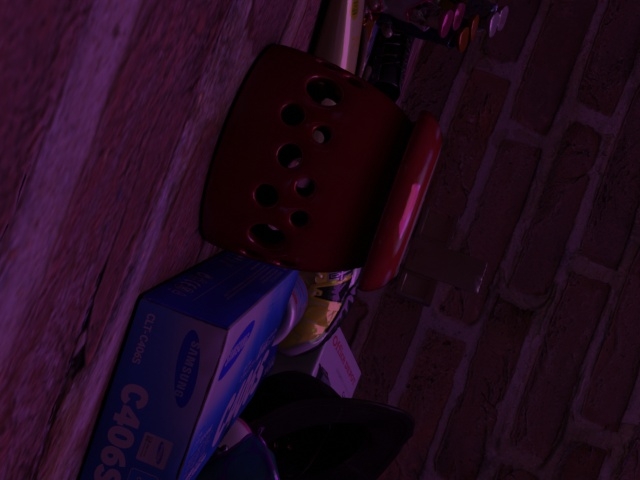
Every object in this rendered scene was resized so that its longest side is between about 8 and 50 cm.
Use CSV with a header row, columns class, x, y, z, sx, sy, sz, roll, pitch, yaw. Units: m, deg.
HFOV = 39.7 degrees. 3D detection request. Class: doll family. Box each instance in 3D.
class,x,y,z,sx,sy,sz,roll,pitch,yaw
doll family,0.142,-0.307,1.181,0.263,0.163,0.118,-38,144,-40

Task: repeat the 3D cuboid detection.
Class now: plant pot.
class,x,y,z,sx,sy,sz,roll,pitch,yaw
plant pot,0.008,-0.060,0.790,0.191,0.174,0.191,18,90,-85

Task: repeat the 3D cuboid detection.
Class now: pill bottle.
class,x,y,z,sx,sy,sz,roll,pitch,yaw
pill bottle,-0.062,0.074,1.073,0.160,0.087,0.087,-41,152,-81

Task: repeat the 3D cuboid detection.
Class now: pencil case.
class,x,y,z,sx,sy,sz,roll,pitch,yaw
pencil case,-0.114,0.238,0.851,0.064,0.152,0.070,91,-21,-80

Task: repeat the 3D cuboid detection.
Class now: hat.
class,x,y,z,sx,sy,sz,roll,pitch,yaw
hat,-0.039,0.271,1.282,0.331,0.331,0.134,107,-29,-43

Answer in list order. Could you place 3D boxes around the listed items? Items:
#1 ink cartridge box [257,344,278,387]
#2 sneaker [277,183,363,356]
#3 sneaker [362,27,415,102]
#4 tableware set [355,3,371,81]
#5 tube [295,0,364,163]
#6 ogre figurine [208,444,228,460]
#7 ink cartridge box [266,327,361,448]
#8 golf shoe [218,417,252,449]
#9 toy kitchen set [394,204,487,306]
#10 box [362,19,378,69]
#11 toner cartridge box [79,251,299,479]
class,x,y,z,sx,sy,sz,roll,pitch,yaw
ink cartridge box,-0.097,0.149,1.149,0.207,0.046,0.097,-44,148,-74
sneaker,0.000,0.000,1.433,0.147,0.145,0.384,29,83,-54
sneaker,0.118,-0.304,1.361,0.118,0.083,0.222,-94,-162,-51
tableware set,0.014,-0.183,1.097,0.194,0.039,0.128,114,-19,-48
tube,0.015,-0.199,0.984,0.070,0.062,0.240,46,-50,49
ogre figurine,-0.152,0.293,0.948,0.197,0.097,0.118,-19,140,-20
ink cartridge box,-0.056,0.299,1.526,0.306,0.131,0.226,-65,153,-27
golf shoe,-0.158,0.349,1.044,0.140,0.115,0.306,83,27,-73
toy kitchen set,0.111,0.025,0.808,0.075,0.068,0.083,88,22,-78
box,0.062,-0.289,1.302,0.081,0.028,0.136,-61,169,-65
toner cartridge box,-0.102,0.108,0.821,0.348,0.075,0.165,-42,151,-80
